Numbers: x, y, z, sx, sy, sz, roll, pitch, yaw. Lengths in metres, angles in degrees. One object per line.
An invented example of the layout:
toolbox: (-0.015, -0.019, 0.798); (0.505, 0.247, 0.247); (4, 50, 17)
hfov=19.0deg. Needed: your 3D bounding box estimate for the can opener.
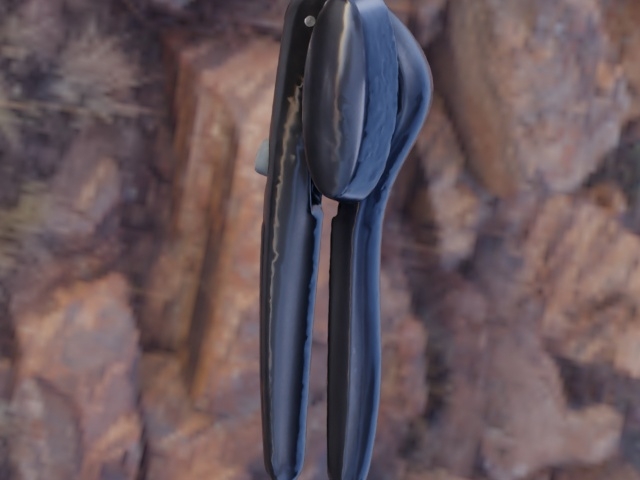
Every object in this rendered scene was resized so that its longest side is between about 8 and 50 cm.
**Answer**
can opener: (0.000, 0.000, 0.673); (0.073, 0.059, 0.186); (-17, 117, -57)
